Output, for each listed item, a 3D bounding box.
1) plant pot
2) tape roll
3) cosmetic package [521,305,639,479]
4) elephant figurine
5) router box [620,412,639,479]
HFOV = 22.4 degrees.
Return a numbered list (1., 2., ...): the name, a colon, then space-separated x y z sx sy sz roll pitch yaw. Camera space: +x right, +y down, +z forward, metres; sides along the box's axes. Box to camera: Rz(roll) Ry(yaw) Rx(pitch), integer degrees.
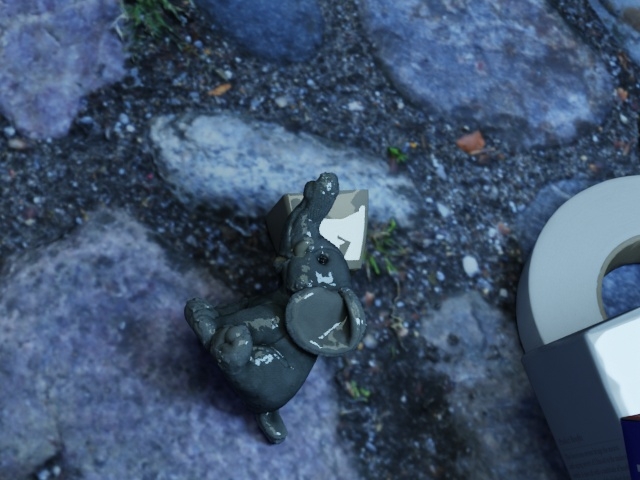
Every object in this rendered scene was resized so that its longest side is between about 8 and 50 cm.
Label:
1. plant pot: 0.000 0.000 1.998 0.109 0.109 0.096 -3 76 -16
2. tape roll: 0.442 0.092 2.059 0.392 0.072 0.392 4 58 -7
3. cosmetic package: 0.408 0.296 1.796 0.161 0.230 0.453 -21 84 -14
4. elephant figurine: -0.023 0.076 1.888 0.239 0.186 0.169 -35 53 -6
5. router box: 0.483 0.312 1.629 0.301 0.082 0.335 -9 87 -13
